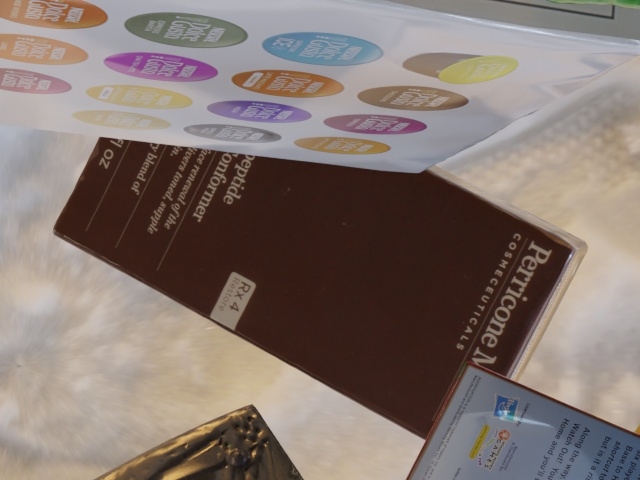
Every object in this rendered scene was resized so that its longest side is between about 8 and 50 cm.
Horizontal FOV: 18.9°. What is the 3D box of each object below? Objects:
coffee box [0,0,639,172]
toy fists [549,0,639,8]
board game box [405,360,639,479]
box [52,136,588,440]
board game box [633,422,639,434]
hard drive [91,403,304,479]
[{"bbox_3d":[-0.047,-0.236,0.896,0.334,0.337,0.338,7,82,-13],"label":"coffee box"},{"bbox_3d":[0.116,-0.214,0.680,0.142,0.096,0.279,-3,75,16],"label":"toy fists"},{"bbox_3d":[0.064,0.201,0.803,0.145,0.027,0.281,22,73,22],"label":"board game box"},{"bbox_3d":[0.000,0.000,1.535,0.381,0.143,0.191,27,96,9],"label":"box"},{"bbox_3d":[0.359,0.144,1.765,0.124,0.039,0.259,9,116,-47],"label":"board game box"},{"bbox_3d":[-0.120,0.249,1.440,0.254,0.054,0.172,-29,60,-14],"label":"hard drive"}]
